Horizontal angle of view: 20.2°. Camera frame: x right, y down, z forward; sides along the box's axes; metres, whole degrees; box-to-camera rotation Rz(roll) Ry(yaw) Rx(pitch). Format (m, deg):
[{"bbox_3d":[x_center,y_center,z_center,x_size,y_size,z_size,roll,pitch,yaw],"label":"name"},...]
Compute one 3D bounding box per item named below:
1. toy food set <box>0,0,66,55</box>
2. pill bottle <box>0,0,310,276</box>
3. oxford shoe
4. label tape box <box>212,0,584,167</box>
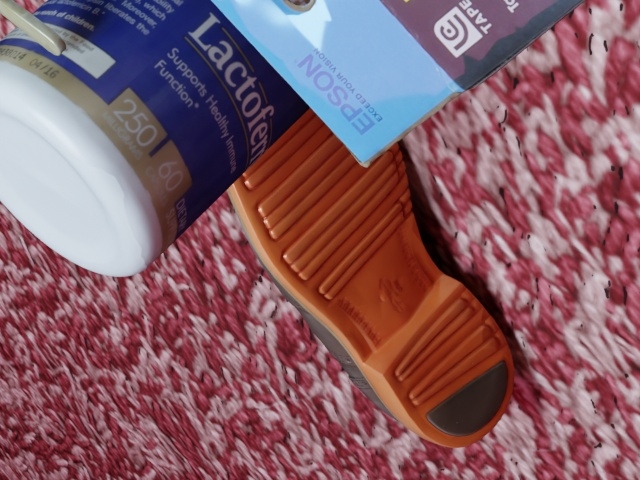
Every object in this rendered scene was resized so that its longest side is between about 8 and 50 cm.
[{"bbox_3d":[-0.158,-0.183,0.904,0.132,0.038,0.192,39,155,8],"label":"toy food set"},{"bbox_3d":[-0.077,-0.116,1.074,0.153,0.264,0.153,33,153,20],"label":"pill bottle"},{"bbox_3d":[0.000,0.000,1.294,0.133,0.130,0.363,16,141,57],"label":"oxford shoe"},{"bbox_3d":[0.064,-0.220,0.773,0.240,0.106,0.334,48,131,-7],"label":"label tape box"}]
